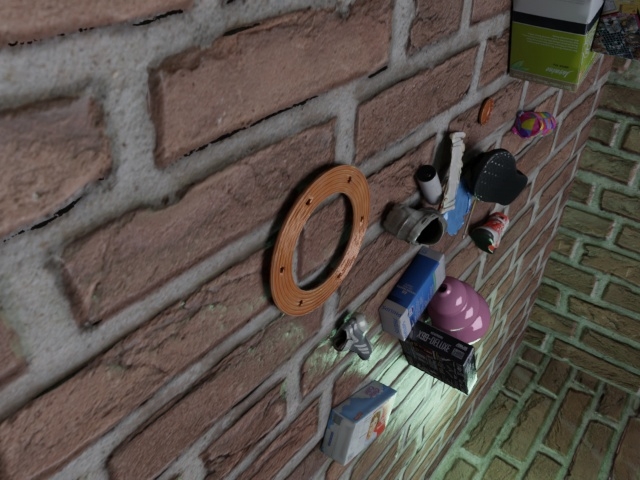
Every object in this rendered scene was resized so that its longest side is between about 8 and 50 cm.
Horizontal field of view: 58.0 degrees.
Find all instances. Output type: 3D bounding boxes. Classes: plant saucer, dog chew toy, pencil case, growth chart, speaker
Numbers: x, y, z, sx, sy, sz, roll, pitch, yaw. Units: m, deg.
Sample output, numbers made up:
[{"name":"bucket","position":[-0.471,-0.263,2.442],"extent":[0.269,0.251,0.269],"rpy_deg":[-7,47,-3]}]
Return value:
[{"name":"plant saucer","position":[0.501,-0.391,1.748],"extent":[0.083,0.013,0.083],"rpy_deg":[-39,141,-40]},{"name":"dog chew toy","position":[0.459,0.229,1.973],"extent":[0.206,0.206,0.332],"rpy_deg":[-58,143,-12]},{"name":"pencil case","position":[0.785,-0.424,2.112],"extent":[0.236,0.104,0.104],"rpy_deg":[-15,124,-52]},{"name":"growth chart","position":[0.373,-0.191,1.612],"extent":[0.172,0.021,0.237],"rpy_deg":[-6,104,-66]},{"name":"speaker","position":[0.296,-0.148,1.550],"extent":[0.055,0.055,0.136],"rpy_deg":[-59,150,-11]}]

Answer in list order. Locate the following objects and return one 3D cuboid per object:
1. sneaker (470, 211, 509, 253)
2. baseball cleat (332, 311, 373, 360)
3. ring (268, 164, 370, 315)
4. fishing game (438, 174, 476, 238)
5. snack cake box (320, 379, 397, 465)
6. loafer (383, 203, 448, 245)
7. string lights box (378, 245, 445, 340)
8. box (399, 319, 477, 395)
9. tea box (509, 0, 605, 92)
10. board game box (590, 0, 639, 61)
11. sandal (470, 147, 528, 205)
[{"name":"sneaker","position":[0.638,-0.050,2.160],"extent":[0.145,0.090,0.270],"rpy_deg":[-64,155,-5]},{"name":"baseball cleat","position":[0.081,0.268,1.518],"extent":[0.109,0.072,0.206],"rpy_deg":[-34,139,-20]},{"name":"ring","position":[0.000,0.000,1.201],"extent":[0.336,0.032,0.336],"rpy_deg":[-40,143,-40]},{"name":"fishing game","position":[0.421,-0.110,1.808],"extent":[0.264,0.041,0.189],"rpy_deg":[16,90,-55]},{"name":"snack cake box","position":[0.121,0.547,1.757],"extent":[0.264,0.089,0.152],"rpy_deg":[-13,120,-56]},{"name":"loafer","position":[0.276,-0.028,1.539],"extent":[0.319,0.111,0.112],"rpy_deg":[-1,125,-57]},{"name":"string lights box","position":[0.282,0.158,1.738],"extent":[0.260,0.077,0.133],"rpy_deg":[-51,148,-25]},{"name":"box","position":[0.392,0.385,1.924],"extent":[0.076,0.242,0.307],"rpy_deg":[-54,149,-19]},{"name":"tea box","position":[0.728,-0.679,1.690],"extent":[0.329,0.220,0.323],"rpy_deg":[-52,149,-22]},{"name":"board game box","position":[0.870,-0.563,1.533],"extent":[0.042,0.243,0.165],"rpy_deg":[-39,143,-40]},{"name":"sandal","position":[0.558,-0.206,1.879],"extent":[0.167,0.107,0.446],"rpy_deg":[-52,153,13]}]
